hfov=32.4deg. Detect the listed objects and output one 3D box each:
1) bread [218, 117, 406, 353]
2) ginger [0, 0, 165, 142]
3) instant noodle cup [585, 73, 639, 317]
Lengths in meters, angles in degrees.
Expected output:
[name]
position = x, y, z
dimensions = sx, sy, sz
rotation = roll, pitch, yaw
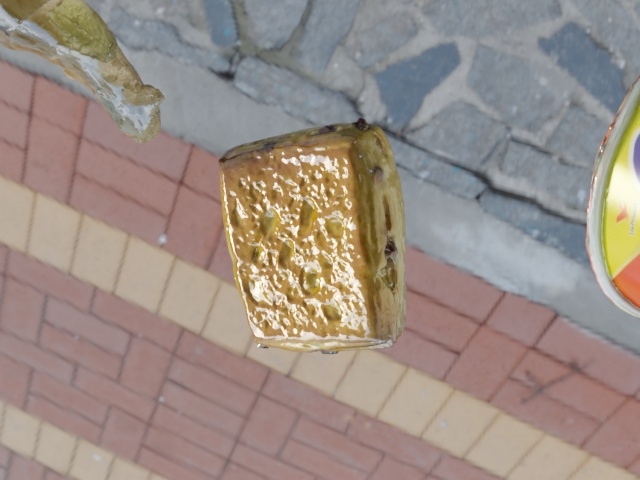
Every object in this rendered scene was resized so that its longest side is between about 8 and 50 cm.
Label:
[bread]
position = 0.000, 0.000, 1.155
dimensions = 0.210, 0.099, 0.235
rotation = -7, 93, 39
[ginger]
position = -0.272, -0.206, 1.168
dimensions = 0.131, 0.086, 0.294
rotation = -23, 126, 26
[instant noodle cup]
position = 0.270, -0.011, 0.555
dimensions = 0.174, 0.213, 0.213
rotation = 41, 154, 50
